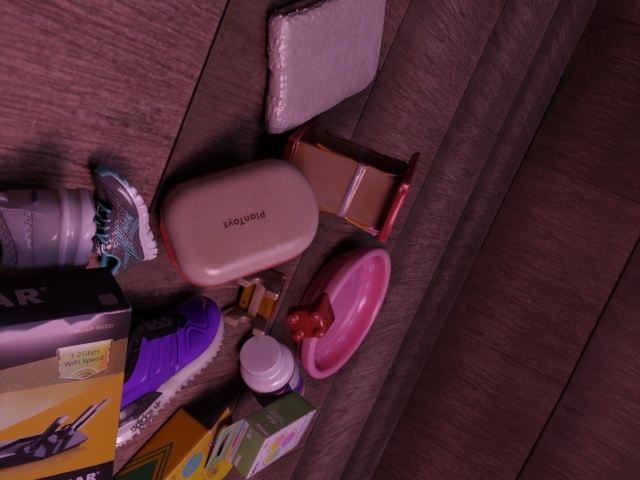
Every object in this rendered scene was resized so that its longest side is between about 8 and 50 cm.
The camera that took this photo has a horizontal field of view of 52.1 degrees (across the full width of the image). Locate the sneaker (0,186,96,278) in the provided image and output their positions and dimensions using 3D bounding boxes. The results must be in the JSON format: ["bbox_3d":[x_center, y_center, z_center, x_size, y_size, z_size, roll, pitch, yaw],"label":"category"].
[{"bbox_3d":[-0.330,0.059,0.708,0.115,0.105,0.281,9,115,-29],"label":"sneaker"}]

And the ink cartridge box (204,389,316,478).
[{"bbox_3d":[-0.108,0.371,1.228,0.209,0.062,0.109,-14,136,-53],"label":"ink cartridge box"}]

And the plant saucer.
[{"bbox_3d":[0.043,0.154,1.506,0.332,0.084,0.332,-45,150,-35],"label":"plant saucer"}]

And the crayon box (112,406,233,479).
[{"bbox_3d":[-0.280,0.444,1.173,0.318,0.081,0.202,-45,150,-32],"label":"crayon box"}]

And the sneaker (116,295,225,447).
[{"bbox_3d":[-0.242,0.140,0.917,0.293,0.102,0.146,-52,130,-50],"label":"sneaker"}]

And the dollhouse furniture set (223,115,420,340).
[{"bbox_3d":[0.000,0.000,1.111,0.152,0.201,0.374,-59,172,-63],"label":"dollhouse furniture set"}]

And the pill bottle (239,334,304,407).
[{"bbox_3d":[-0.099,0.263,1.309,0.108,0.108,0.193,-52,153,-22],"label":"pill bottle"}]

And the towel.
[{"bbox_3d":[0.010,-0.298,1.027,0.282,0.049,0.187,-37,144,-41],"label":"towel"}]

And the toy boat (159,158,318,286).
[{"bbox_3d":[-0.121,-0.028,0.952,0.231,0.151,0.151,-19,96,-22],"label":"toy boat"}]

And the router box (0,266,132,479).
[{"bbox_3d":[-0.349,0.160,0.617,0.309,0.081,0.242,-6,124,-34],"label":"router box"}]

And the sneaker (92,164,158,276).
[{"bbox_3d":[-0.250,-0.016,0.793,0.076,0.065,0.166,-42,147,-30],"label":"sneaker"}]
